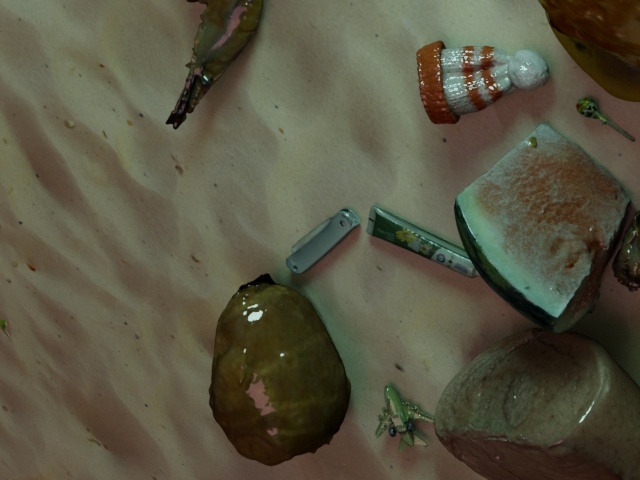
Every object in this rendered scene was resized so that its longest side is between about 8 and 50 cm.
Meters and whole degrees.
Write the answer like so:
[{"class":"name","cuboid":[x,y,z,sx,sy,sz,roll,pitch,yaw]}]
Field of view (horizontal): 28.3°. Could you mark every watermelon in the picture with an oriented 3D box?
[{"class":"watermelon","cuboid":[0.283,-0.009,1.561,0.213,0.261,0.201,44,105,10]}]

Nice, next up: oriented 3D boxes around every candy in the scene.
[{"class":"candy","cuboid":[0.347,-0.144,1.542,0.083,0.023,0.025,36,124,-1]}]

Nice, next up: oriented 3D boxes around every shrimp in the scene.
[{"class":"shrimp","cuboid":[-0.161,-0.281,1.788,0.117,0.066,0.262,49,120,21]}]

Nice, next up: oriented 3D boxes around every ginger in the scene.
[{"class":"ginger","cuboid":[-0.059,0.210,1.913,0.223,0.200,0.269,32,131,18]}]

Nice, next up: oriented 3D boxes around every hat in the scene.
[{"class":"hat","cuboid":[0.204,-0.201,1.575,0.162,0.093,0.112,-10,121,19]}]

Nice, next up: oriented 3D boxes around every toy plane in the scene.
[{"class":"toy plane","cuboid":[0.121,0.271,1.932,0.102,0.040,0.111,-19,107,21]}]

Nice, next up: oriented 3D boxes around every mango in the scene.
[{"class":"mango","cuboid":[0.336,-0.237,1.440,0.195,0.098,0.137,32,134,22]}]

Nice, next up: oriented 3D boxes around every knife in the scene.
[{"class":"knife","cuboid":[0.000,0.000,1.867,0.044,0.023,0.162,52,133,4]}]

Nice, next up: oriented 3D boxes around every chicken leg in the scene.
[{"class":"chicken leg","cuboid":[0.411,-0.022,1.532,0.069,0.085,0.198,21,120,9]}]

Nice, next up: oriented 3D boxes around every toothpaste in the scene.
[{"class":"toothpaste","cuboid":[0.152,0.009,1.760,0.204,0.031,0.049,25,127,23]}]

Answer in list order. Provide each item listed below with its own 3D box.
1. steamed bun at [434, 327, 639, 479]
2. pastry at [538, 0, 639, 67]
[{"class":"steamed bun","cuboid":[0.316,0.233,1.664,0.251,0.199,0.301,37,156,-27]},{"class":"pastry","cuboid":[0.354,-0.339,1.199,0.388,0.312,0.388,9,111,26]}]
